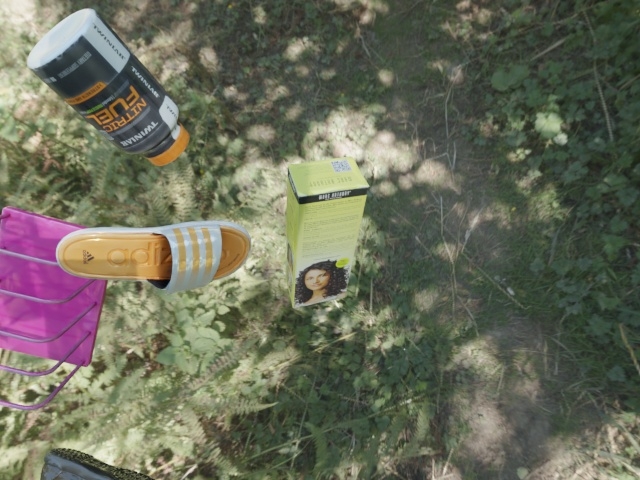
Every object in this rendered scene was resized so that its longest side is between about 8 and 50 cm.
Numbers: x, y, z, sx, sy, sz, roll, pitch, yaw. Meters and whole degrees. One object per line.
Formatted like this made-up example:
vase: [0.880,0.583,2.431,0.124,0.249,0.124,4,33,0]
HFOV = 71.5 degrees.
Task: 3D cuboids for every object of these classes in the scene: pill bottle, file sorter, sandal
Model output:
pill bottle: [-0.326,-0.233,0.731,0.130,0.246,0.130,-15,52,21]
file sorter: [-0.526,0.120,0.795,0.202,0.182,0.291,16,104,-8]
sandal: [-0.225,0.033,0.629,0.265,0.076,0.102,-3,115,-21]

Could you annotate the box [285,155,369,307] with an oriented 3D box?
box: [0.000,0.000,0.592,0.087,0.232,0.058,-11,51,-13]

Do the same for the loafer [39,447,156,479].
loafer: [-0.334,0.394,0.685,0.220,0.080,0.078,16,73,12]
